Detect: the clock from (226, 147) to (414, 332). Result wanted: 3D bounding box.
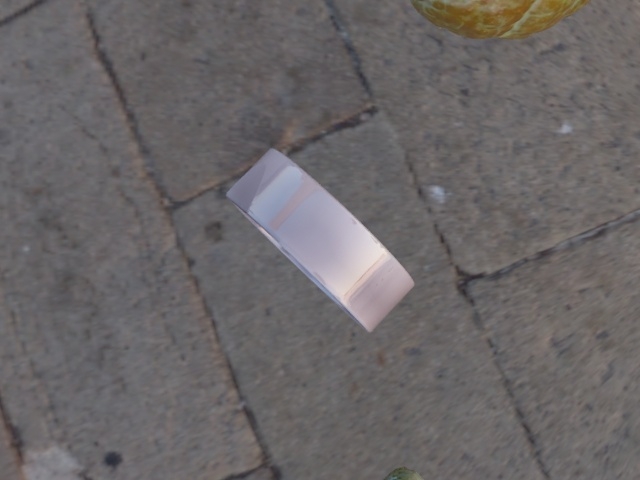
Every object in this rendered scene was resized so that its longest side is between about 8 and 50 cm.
[{"bbox_3d":[0.000,0.000,1.347,0.197,0.197,0.068,43,87,13],"label":"clock"}]

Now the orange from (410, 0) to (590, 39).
[{"bbox_3d":[0.208,-0.396,1.603,0.329,0.249,0.329,4,79,-21],"label":"orange"}]

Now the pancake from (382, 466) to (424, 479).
[{"bbox_3d":[-0.005,0.261,0.973,0.037,0.253,0.253,38,105,8],"label":"pancake"}]
